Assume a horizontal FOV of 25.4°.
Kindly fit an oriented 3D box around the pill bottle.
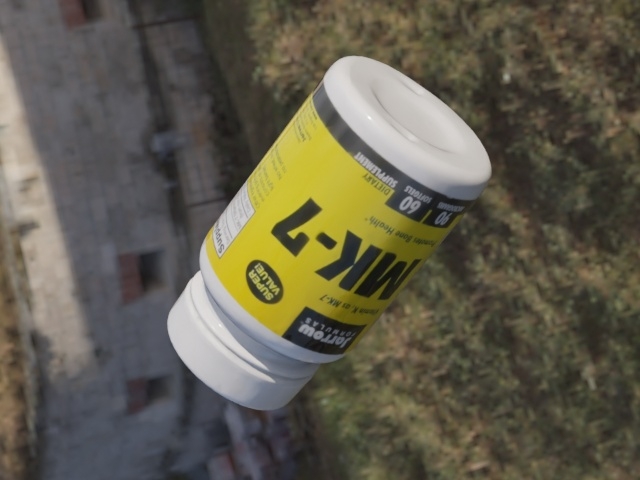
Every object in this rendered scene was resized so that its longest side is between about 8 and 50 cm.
[{"bbox_3d":[0.000,0.000,0.882,0.208,0.119,0.119,-53,48,24],"label":"pill bottle"}]
